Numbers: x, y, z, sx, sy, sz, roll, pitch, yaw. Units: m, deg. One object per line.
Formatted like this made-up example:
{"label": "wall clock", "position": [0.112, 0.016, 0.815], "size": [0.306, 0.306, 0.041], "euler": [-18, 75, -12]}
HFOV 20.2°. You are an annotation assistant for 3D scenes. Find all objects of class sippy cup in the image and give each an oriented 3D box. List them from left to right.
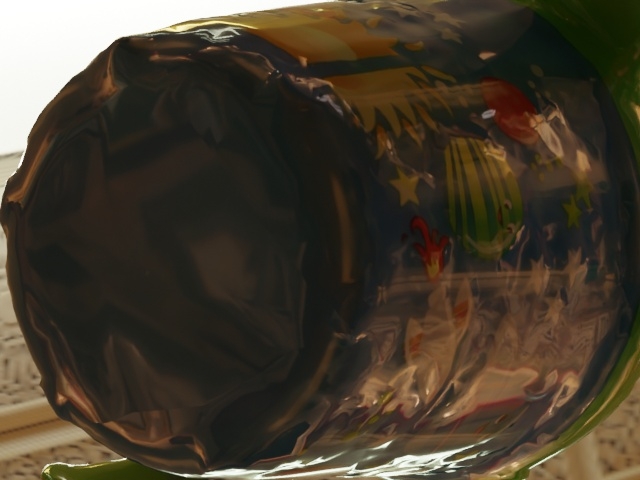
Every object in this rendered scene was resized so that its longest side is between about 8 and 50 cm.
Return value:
{"label": "sippy cup", "position": [0.000, 0.000, 0.737], "size": [0.224, 0.240, 0.305], "euler": [-4, -79, -59]}
